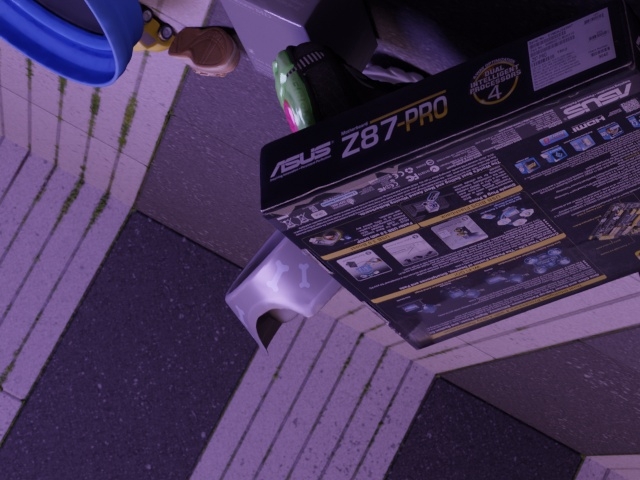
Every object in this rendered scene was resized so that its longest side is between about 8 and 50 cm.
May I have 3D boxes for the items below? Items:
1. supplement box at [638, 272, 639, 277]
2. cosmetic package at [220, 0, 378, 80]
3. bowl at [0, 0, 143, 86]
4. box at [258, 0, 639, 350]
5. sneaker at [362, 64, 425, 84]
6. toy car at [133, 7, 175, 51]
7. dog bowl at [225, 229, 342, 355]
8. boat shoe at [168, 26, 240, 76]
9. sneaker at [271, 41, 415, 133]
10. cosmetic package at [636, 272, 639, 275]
[{"bbox_3d":[0.455,0.007,1.768,0.191,0.129,0.194,23,167,23],"label":"supplement box"},{"bbox_3d":[-0.024,-0.252,1.816,0.127,0.107,0.238,27,172,19],"label":"cosmetic package"},{"bbox_3d":[-0.391,-0.359,2.084,0.391,0.077,0.391,33,161,13],"label":"bowl"},{"bbox_3d":[0.186,-0.048,1.604,0.394,0.097,0.318,-22,139,25],"label":"box"},{"bbox_3d":[0.135,-0.118,1.987,0.281,0.115,0.105,30,168,-10],"label":"sneaker"},{"bbox_3d":[-0.300,-0.332,2.204,0.239,0.053,0.225,29,168,-6],"label":"toy car"},{"bbox_3d":[0.000,0.000,2.294,0.102,0.349,0.349,41,167,-5],"label":"dog bowl"},{"bbox_3d":[-0.144,-0.251,2.198,0.059,0.063,0.170,32,177,-32],"label":"boat shoe"},{"bbox_3d":[0.132,-0.125,1.779,0.482,0.202,0.185,19,-140,-46],"label":"sneaker"},{"bbox_3d":[0.495,0.042,1.988,0.239,0.060,0.099,16,165,44],"label":"cosmetic package"}]
